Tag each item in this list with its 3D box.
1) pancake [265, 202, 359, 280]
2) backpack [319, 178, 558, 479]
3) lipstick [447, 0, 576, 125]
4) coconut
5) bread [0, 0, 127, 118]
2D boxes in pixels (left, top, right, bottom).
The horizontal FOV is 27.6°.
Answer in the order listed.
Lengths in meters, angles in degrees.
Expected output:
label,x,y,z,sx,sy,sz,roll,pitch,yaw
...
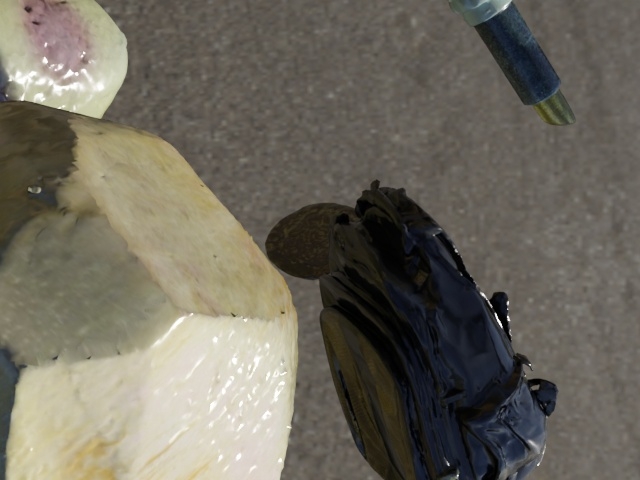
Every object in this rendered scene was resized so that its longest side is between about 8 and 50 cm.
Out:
label,x,y,z,sx,sy,sz,roll,pitch,yaw
pancake,0.000,-0.001,1.273,0.115,0.114,0.011,-46,141,-32
backpack,0.077,0.079,0.990,0.133,0.206,0.258,-31,119,-17
lipstick,0.105,-0.109,0.724,0.037,0.037,0.116,-45,110,-33
coconut,-0.127,0.056,0.569,0.237,0.197,0.237,-33,137,-38
bread,-0.295,-0.105,0.794,0.338,0.155,0.187,7,125,-54
